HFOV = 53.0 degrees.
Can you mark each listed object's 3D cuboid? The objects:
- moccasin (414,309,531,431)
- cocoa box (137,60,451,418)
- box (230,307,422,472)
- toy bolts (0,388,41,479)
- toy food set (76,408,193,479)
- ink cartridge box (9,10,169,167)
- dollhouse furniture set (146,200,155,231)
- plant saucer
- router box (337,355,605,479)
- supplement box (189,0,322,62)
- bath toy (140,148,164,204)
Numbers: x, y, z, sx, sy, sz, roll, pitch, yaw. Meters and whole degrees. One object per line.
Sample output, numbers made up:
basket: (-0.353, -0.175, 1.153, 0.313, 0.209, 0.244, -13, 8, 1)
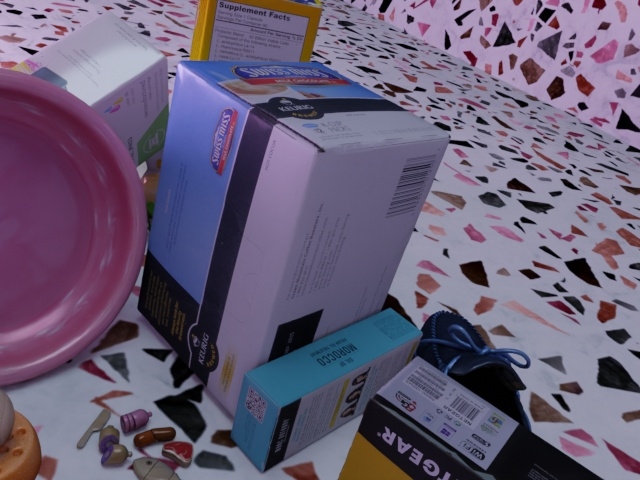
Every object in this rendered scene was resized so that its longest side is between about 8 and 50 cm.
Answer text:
moccasin: (0.209, 0.191, 0.788, 0.137, 0.117, 0.342, 8, 31, -14)
cocoa box: (-0.048, -0.015, 0.775, 0.231, 0.347, 0.228, -15, 42, -45)
box: (0.014, 0.166, 0.753, 0.244, 0.101, 0.060, -16, 42, -43)
toy bolts: (-0.254, 0.231, 0.457, 0.228, 0.159, 0.218, 26, 31, 17)
toy food set: (-0.183, 0.209, 0.666, 0.122, 0.019, 0.078, 19, 30, 4)
ink cartridge box: (-0.372, -0.124, 0.863, 0.119, 0.207, 0.353, 41, 63, 10)
dollhouse furniture set: (-0.306, 0.000, 0.954, 0.151, 0.059, 0.076, -33, 61, -29)
plant saucer: (-0.353, -0.014, 0.689, 0.332, 0.333, 0.084, -15, 17, -42)
router box: (0.145, 0.276, 0.493, 0.308, 0.243, 0.081, 31, 33, 25)
supplement box: (-0.146, -0.306, 1.206, 0.194, 0.357, 0.195, 6, 32, -19)
bath toy: (-0.330, -0.136, 1.071, 0.347, 0.129, 0.152, 9, 66, -3)
